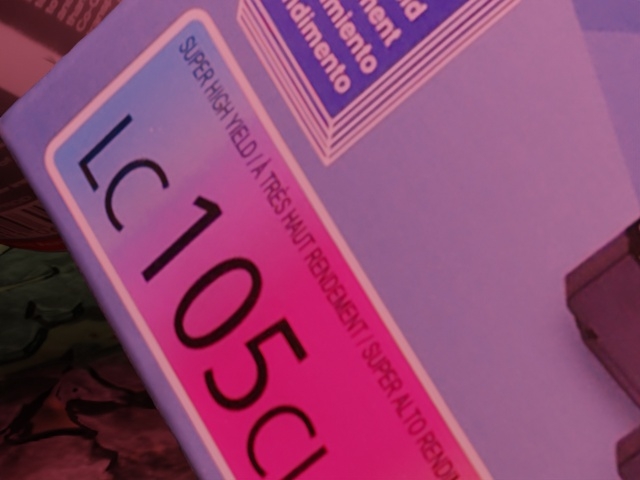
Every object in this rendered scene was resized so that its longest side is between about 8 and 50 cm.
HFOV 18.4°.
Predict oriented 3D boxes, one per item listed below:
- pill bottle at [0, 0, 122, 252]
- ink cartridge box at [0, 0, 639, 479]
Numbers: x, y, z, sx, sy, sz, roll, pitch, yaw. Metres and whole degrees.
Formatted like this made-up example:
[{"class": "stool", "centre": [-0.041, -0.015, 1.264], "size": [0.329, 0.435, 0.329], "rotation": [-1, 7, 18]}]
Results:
[{"class": "pill bottle", "centre": [-0.175, -0.131, 0.736], "size": [0.210, 0.210, 0.363], "rotation": [9, -9, 27]}, {"class": "ink cartridge box", "centre": [0.157, -0.037, 0.410], "size": [0.270, 0.395, 0.151], "rotation": [58, 24, 17]}]
